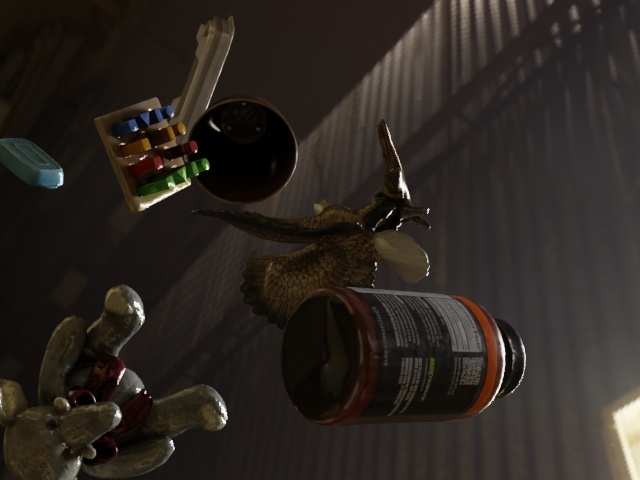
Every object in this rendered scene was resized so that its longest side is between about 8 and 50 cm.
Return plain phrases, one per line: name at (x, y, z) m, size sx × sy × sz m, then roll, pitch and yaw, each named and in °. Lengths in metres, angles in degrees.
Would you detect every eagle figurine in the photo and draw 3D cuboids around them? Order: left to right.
eagle figurine at (-0.001, -0.001, 1.367) m, size 0.298 × 0.226 × 0.225 m, roll -25°, pitch 177°, yaw -3°

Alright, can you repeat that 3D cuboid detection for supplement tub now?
supplement tub at (0.073, 0.093, 0.762) m, size 0.106 × 0.198 × 0.106 m, roll -11°, pitch -104°, yaw 50°

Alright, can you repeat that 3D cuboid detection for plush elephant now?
plush elephant at (-0.349, 0.260, 1.386) m, size 0.330 × 0.272 × 0.255 m, roll -30°, pitch -173°, yaw 9°

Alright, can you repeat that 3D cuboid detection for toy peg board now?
toy peg board at (-0.263, -0.151, 1.568) m, size 0.079 × 0.160 × 0.161 m, roll -14°, pitch -167°, yaw 30°

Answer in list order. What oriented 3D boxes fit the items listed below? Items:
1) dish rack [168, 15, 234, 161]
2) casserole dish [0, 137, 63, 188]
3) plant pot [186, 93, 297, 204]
dish rack at (-0.295, -0.377, 2.292) m, size 0.285 × 0.072 × 0.333 m, roll -104°, pitch -143°, yaw -67°
casserole dish at (-0.647, -0.178, 2.131) m, size 0.114 × 0.188 × 0.037 m, roll -6°, pitch 129°, yaw -55°
plant pot at (-0.160, -0.215, 1.963) m, size 0.215 × 0.215 × 0.230 m, roll -54°, pitch -163°, yaw 17°
